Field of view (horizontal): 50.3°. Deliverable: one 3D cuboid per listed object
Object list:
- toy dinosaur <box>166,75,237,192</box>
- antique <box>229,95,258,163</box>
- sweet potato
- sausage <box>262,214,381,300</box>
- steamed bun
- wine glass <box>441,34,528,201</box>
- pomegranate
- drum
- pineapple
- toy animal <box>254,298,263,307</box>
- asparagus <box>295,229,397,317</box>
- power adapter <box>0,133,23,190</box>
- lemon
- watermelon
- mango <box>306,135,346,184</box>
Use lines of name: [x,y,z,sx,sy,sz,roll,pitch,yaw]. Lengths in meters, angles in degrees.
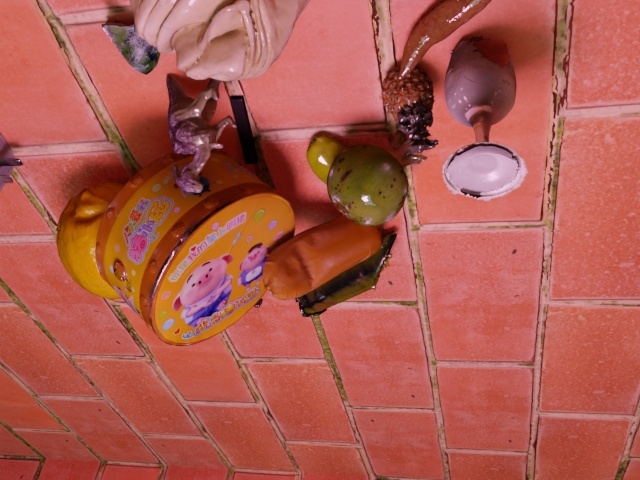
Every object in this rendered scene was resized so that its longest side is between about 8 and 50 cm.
toy dinosaur: [-0.250,-0.237,1.379,0.162,0.294,0.077,-25,143,23]
antique: [-0.171,-0.246,1.540,0.031,0.015,0.192,1,141,8]
sweet potato: [0.229,-0.402,1.230,0.059,0.067,0.281,-16,163,-44]
sausage: [-0.008,0.036,1.609,0.116,0.354,0.134,-4,107,53]
steamed bun: [-0.193,-0.405,1.205,0.289,0.203,0.276,28,138,-20]
wine glass: [0.287,-0.230,1.226,0.144,0.321,0.143,4,145,3]
pomegranate: [0.122,-0.137,1.461,0.181,0.224,0.181,40,158,20]
drum: [-0.270,0.012,1.539,0.214,0.431,0.431,37,149,27]
pineapple: [0.178,-0.247,1.325,0.108,0.197,0.108,-5,149,-3]
toy animal: [-0.215,0.102,1.904,0.168,0.106,0.343,36,129,-18]
asparagus: [0.077,0.095,1.822,0.382,0.128,0.108,-28,173,36]
power adapter: [-0.846,-0.170,1.641,0.255,0.187,0.124,2,141,8]
lemon: [-0.509,0.000,1.703,0.297,0.297,0.297,6,141,5]
watermelon: [-0.368,-0.398,1.379,0.101,0.080,0.155,-29,134,-8]
mango: [0.030,-0.167,1.546,0.091,0.074,0.165,-19,132,30]
